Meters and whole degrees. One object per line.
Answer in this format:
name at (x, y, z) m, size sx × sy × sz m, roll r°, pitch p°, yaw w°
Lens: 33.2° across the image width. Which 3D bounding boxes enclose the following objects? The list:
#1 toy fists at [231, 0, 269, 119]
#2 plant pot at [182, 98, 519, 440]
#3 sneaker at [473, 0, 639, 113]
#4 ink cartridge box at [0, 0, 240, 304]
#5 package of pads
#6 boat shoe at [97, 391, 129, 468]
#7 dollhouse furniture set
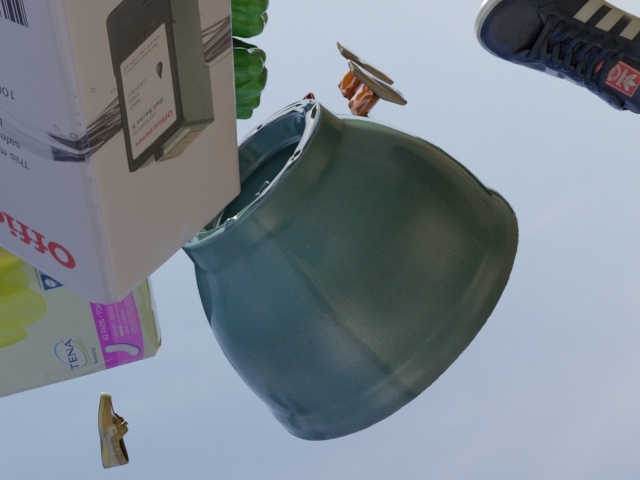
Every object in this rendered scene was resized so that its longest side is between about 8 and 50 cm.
toy fists at (-0.151, -0.330, 1.758) m, size 0.096 × 0.142 × 0.279 m, roll -59°, pitch -25°, yaw -61°
plant pot at (0.000, 0.000, 0.955) m, size 0.196 × 0.293 × 0.293 m, roll 44°, pitch -148°, yaw -23°
sneaker at (0.375, -0.248, 1.446) m, size 0.350 × 0.131 × 0.148 m, roll 8°, pitch -141°, yaw -23°
ink cartridge box at (-0.152, -0.128, 0.522) m, size 0.198 × 0.272 × 0.115 m, roll 28°, pitch -128°, yaw 23°
package of pads at (-0.339, 0.067, 1.222) m, size 0.101 × 0.297 × 0.229 m, roll -117°, pitch 19°, yaw -45°
boat shoe at (-0.328, 0.300, 1.709) m, size 0.050 × 0.045 × 0.135 m, roll -100°, pitch 9°, yaw -63°
dollhouse furniture set at (-0.016, -0.117, 1.433) m, size 0.135 × 0.262 × 0.259 m, roll 30°, pitch -160°, yaw -25°
